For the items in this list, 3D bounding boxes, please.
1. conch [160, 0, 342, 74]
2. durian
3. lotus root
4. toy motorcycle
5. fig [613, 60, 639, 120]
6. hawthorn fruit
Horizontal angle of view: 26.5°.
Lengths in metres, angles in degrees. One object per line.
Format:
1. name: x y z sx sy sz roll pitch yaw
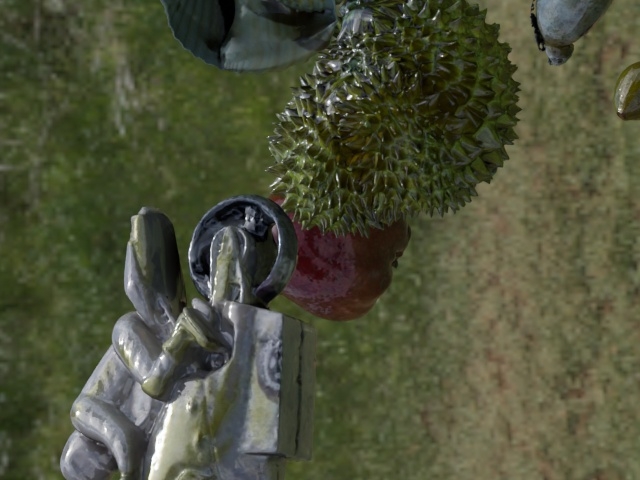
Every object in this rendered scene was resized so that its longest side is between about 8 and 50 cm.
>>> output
1. conch: -0.040 -0.200 1.059 0.102 0.153 0.135 -44 -54 -68
2. durian: 0.082 -0.125 1.368 0.291 0.225 0.291 -52 19 27
3. lotus root: 0.287 -0.273 1.550 0.165 0.088 0.088 116 144 -45
4. toy motorcycle: -0.107 0.132 1.070 0.223 0.108 0.340 -8 73 26
5. fig: 0.402 -0.184 1.707 0.074 0.088 0.074 42 163 16
6. hawthorn fruit: 0.000 0.000 1.662 0.185 0.202 0.185 -163 90 -85
